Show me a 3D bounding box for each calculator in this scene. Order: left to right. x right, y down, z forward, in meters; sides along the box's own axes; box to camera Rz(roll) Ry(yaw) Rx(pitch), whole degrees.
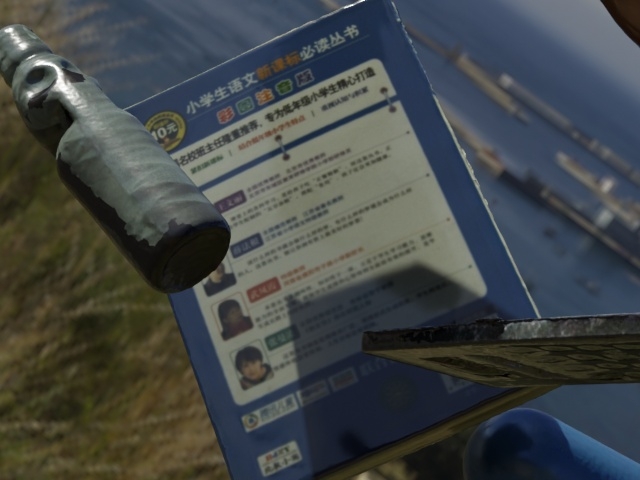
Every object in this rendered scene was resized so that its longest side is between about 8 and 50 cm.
[{"bbox_3d":[0.166,0.068,0.990,0.262,0.021,0.161,-7,-17,41],"label":"calculator"}]

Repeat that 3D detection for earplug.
[{"bbox_3d":[0.238,0.241,1.489,0.273,0.132,0.132,34,10,-31],"label":"earplug"}]

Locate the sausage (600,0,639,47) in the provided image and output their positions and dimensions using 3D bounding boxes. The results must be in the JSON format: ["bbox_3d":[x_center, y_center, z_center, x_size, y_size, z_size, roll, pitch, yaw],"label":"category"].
[{"bbox_3d":[0.135,-0.096,0.466,0.113,0.113,0.259,37,19,8],"label":"sausage"}]

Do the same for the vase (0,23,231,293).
[{"bbox_3d":[-0.136,-0.057,0.971,0.211,0.060,0.060,47,15,27],"label":"vase"}]

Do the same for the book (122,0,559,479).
[{"bbox_3d":[0.000,0.000,1.446,0.039,0.300,0.428,58,9,-61],"label":"book"}]
